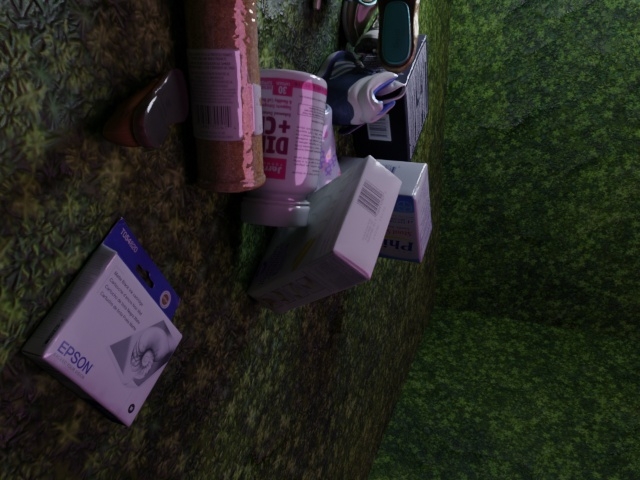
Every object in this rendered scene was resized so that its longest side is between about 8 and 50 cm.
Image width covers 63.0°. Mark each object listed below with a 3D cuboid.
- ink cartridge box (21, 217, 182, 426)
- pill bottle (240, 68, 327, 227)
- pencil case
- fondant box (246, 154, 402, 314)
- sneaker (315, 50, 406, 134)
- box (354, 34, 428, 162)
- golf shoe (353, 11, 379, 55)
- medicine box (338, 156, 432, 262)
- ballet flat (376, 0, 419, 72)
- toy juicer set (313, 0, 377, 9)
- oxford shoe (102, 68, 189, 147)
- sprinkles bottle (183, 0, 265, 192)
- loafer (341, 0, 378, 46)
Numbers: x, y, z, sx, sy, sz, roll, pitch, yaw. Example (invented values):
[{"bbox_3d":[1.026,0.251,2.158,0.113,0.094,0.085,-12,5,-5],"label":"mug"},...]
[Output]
[{"bbox_3d":[-0.282,0.121,0.756,0.223,0.045,0.224,71,33,-48],"label":"ink cartridge box"},{"bbox_3d":[-0.078,-0.173,1.012,0.160,0.160,0.283,-12,108,-67],"label":"pill bottle"},{"bbox_3d":[-0.011,-0.180,1.214,0.124,0.113,0.273,-80,162,-54],"label":"pencil case"},{"bbox_3d":[0.000,0.000,1.074,0.096,0.330,0.238,35,55,-19],"label":"fondant box"},{"bbox_3d":[0.109,-0.382,1.307,0.323,0.236,0.130,-57,148,-47],"label":"sneaker"},{"bbox_3d":[0.223,-0.442,1.650,0.296,0.182,0.294,76,31,-48],"label":"box"},{"bbox_3d":[0.158,-0.564,1.424,0.273,0.105,0.120,-47,140,-62],"label":"golf shoe"},{"bbox_3d":[0.183,-0.090,1.561,0.289,0.263,0.149,73,33,-47],"label":"medicine box"},{"bbox_3d":[0.192,-0.582,1.276,0.123,0.123,0.349,-7,102,-68],"label":"ballet flat"},{"bbox_3d":[0.100,-0.687,1.286,0.329,0.089,0.209,-26,116,-42],"label":"toy juicer set"},{"bbox_3d":[-0.240,-0.191,0.733,0.212,0.076,0.076,-78,163,-58],"label":"oxford shoe"},{"bbox_3d":[-0.155,-0.261,0.843,0.121,0.121,0.356,-39,134,-60],"label":"sprinkles bottle"},{"bbox_3d":[0.119,-0.661,1.437,0.094,0.087,0.251,4,94,-69],"label":"loafer"}]
